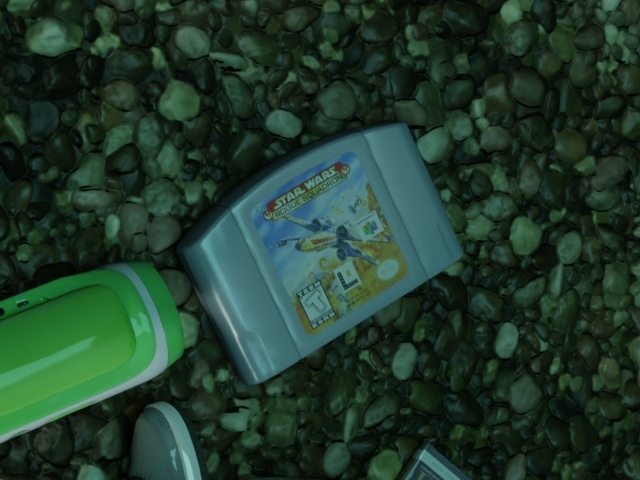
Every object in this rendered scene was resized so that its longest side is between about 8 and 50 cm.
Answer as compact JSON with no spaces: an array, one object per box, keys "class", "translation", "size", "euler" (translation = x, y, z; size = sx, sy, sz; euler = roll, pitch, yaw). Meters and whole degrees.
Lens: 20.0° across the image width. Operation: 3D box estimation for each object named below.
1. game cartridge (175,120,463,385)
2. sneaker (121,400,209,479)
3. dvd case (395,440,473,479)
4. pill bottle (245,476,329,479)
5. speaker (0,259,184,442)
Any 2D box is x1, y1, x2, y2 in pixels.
[{"class":"game cartridge","translation":[0.000,0.000,1.961],"size":[0.297,0.062,0.198],"euler":[-31,110,-21]},{"class":"sneaker","translation":[-0.215,0.315,1.843],"size":[0.178,0.124,0.295],"euler":[-4,96,-35]},{"class":"dvd case","translation":[0.113,0.363,2.059],"size":[0.164,0.018,0.221],"euler":[41,76,-22]},{"class":"pill bottle","translation":[-0.018,0.440,1.893],"size":[0.210,0.210,0.362],"euler":[4,91,-26]},{"class":"speaker","translation":[-0.289,0.120,1.786],"size":[0.297,0.131,0.131],"euler":[-22,103,-23]}]
